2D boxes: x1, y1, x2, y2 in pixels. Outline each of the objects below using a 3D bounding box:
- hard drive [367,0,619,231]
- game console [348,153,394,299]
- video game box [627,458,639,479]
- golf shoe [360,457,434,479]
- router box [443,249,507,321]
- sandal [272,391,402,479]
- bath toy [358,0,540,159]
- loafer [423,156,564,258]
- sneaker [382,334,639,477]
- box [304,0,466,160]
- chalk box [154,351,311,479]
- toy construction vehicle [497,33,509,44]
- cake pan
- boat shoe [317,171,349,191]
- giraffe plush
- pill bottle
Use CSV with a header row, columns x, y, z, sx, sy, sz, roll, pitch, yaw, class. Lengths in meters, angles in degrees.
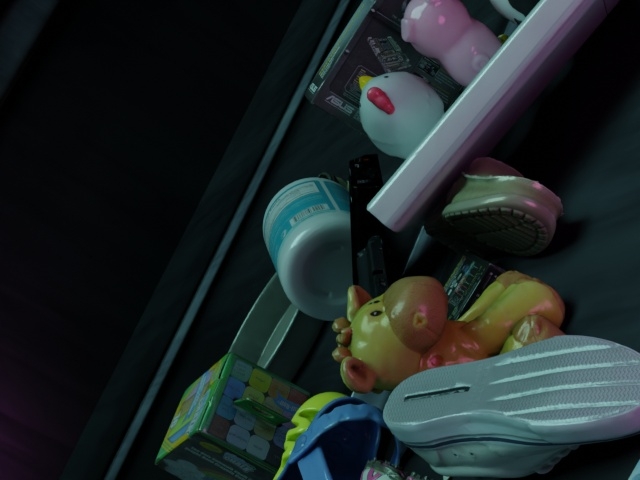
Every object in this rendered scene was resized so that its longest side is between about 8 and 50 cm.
x,y,z,sx,sy,sz,roll,pitch,yaw,class
0.198,-0.159,1.459,0.353,0.047,0.233,-50,-8,11,hard drive
0.062,0.054,1.540,0.361,0.044,0.213,-92,-1,-66,game console
0.200,0.245,0.806,0.205,0.048,0.187,-59,15,-1,video game box
0.070,0.253,1.235,0.086,0.067,0.186,-63,13,-8,golf shoe
0.149,0.076,1.399,0.122,0.038,0.092,-59,13,3,router box
-0.006,0.280,1.360,0.138,0.126,0.317,-33,30,55,sandal
0.161,-0.253,1.547,0.348,0.151,0.129,-51,-31,8,bath toy
0.180,-0.041,1.397,0.092,0.102,0.268,-64,11,-9,loafer
0.172,0.140,1.071,0.258,0.091,0.094,-11,42,46,sneaker
0.125,-0.194,1.657,0.183,0.231,0.056,-58,16,9,box
-0.109,0.246,1.793,0.213,0.132,0.132,-41,23,52,chalk box
0.243,-0.242,1.756,0.098,0.035,0.086,-65,14,-23,toy construction vehicle
-0.067,0.144,2.032,0.293,0.054,0.293,-55,13,20,cake pan
0.011,-0.044,2.100,0.080,0.073,0.223,-58,8,25,boat shoe
0.102,0.099,1.227,0.210,0.170,0.181,-59,13,2,giraffe plush
0.000,0.000,1.848,0.146,0.146,0.264,-57,18,11,pill bottle
